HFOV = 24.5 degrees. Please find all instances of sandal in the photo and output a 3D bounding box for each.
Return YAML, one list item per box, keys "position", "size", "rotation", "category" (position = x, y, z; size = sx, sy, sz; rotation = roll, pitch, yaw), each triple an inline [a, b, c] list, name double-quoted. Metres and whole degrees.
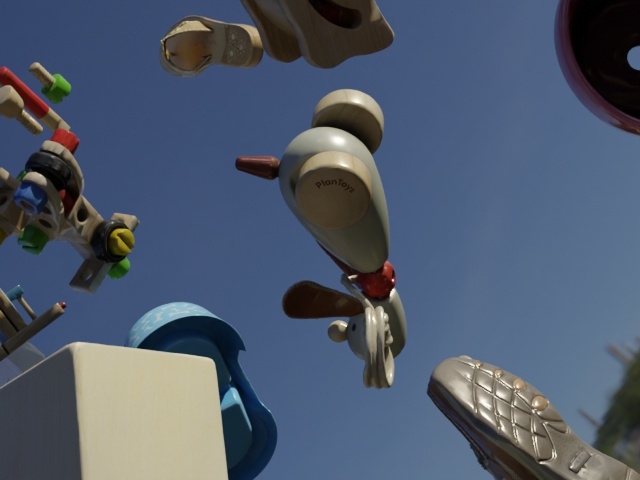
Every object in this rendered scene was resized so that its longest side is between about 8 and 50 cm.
- position: [-0.184, -0.274, 2.069]
  size: [0.079, 0.240, 0.088]
  rotation: [-3, -83, -41]
  category: "sandal"

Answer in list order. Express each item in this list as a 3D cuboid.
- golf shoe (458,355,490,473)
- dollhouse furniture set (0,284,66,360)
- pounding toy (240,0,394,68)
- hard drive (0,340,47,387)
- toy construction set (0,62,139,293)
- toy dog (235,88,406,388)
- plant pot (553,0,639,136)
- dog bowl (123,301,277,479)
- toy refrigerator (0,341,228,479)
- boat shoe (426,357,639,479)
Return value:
- position: [0.218, 0.228, 1.861]
  size: [0.069, 0.176, 0.086]
  rotation: [-32, -33, 14]
  category: "golf shoe"
- position: [-0.337, 0.061, 1.379]
  size: [0.129, 0.129, 0.183]
  rotation: [-38, 4, -20]
  category: "dollhouse furniture set"
- position: [-0.038, -0.299, 1.429]
  size: [0.154, 0.155, 0.269]
  rotation: [-43, -56, -23]
  category: "pounding toy"
- position: [-0.372, 0.252, 2.028]
  size: [0.040, 0.203, 0.307]
  rotation: [-47, -6, -28]
  category: "hard drive"
- position: [-0.362, -0.061, 1.972]
  size: [0.257, 0.309, 0.237]
  rotation: [-22, -46, 26]
  category: "toy construction set"
- position: [0.000, 0.000, 1.670]
  size: [0.220, 0.161, 0.334]
  rotation: [-52, -42, -71]
  category: "toy dog"
- position: [0.320, -0.192, 1.427]
  size: [0.201, 0.201, 0.180]
  rotation: [-50, -2, -1]
  category: "plant pot"
- position: [-0.167, 0.209, 1.975]
  size: [0.166, 0.074, 0.297]
  rotation: [-26, -58, -11]
  category: "dog bowl"
- position: [-0.095, 0.195, 0.705]
  size: [0.094, 0.269, 0.102]
  rotation: [10, -29, -38]
  category: "toy refrigerator"
- position: [0.246, 0.268, 1.727]
  size: [0.123, 0.324, 0.116]
  rotation: [-26, -30, -49]
  category: "boat shoe"
